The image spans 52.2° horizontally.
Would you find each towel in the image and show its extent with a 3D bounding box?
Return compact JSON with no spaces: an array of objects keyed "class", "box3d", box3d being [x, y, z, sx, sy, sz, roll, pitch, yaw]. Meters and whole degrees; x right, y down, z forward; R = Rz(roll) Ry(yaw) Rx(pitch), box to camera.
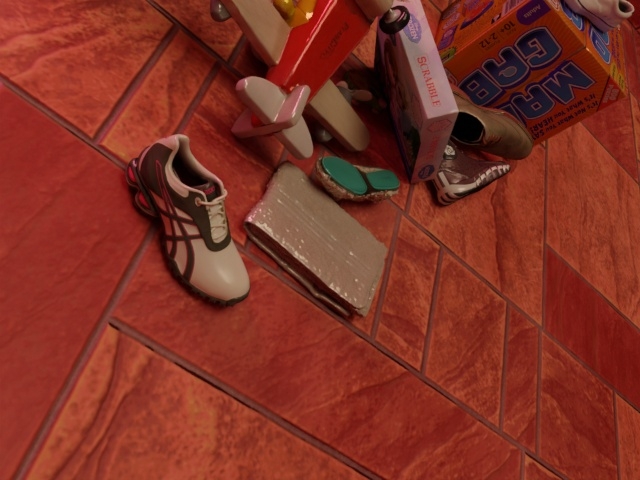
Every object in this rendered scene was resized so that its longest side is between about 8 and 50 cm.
[{"class":"towel","box3d":[0.000,0.000,1.178,0.282,0.049,0.187,42,44,-17]}]

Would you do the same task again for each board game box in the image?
[{"class":"board game box","box3d":[0.188,-0.324,1.371,0.065,0.318,0.319,-14,72,-3]},{"class":"board game box","box3d":[0.553,-0.516,1.760,0.356,0.356,0.356,38,47,-21]}]

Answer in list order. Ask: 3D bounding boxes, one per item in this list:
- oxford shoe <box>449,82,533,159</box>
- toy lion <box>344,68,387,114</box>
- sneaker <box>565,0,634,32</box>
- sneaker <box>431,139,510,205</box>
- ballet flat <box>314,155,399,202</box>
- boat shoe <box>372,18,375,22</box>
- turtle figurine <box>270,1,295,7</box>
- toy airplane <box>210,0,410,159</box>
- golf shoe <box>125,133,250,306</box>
[{"class":"oxford shoe","box3d":[0.404,-0.266,1.642,0.348,0.123,0.130,19,41,-23]},{"class":"toy lion","box3d":[0.098,-0.342,1.477,0.100,0.034,0.096,15,51,-38]},{"class":"sneaker","box3d":[0.660,-0.592,1.568,0.258,0.091,0.094,11,61,-39]},{"class":"sneaker","box3d":[0.347,-0.196,1.576,0.281,0.106,0.163,-23,81,-47]},{"class":"ballet flat","box3d":[0.062,-0.105,1.264,0.241,0.077,0.091,6,56,-47]},{"class":"boat shoe","box3d":[0.059,-0.533,1.492,0.120,0.122,0.324,37,38,-15]},{"class":"turtle figurine","box3d":[-0.116,-0.558,1.336,0.234,0.118,0.175,15,99,-51]},{"class":"toy airplane","box3d":[-0.048,-0.339,1.204,0.384,0.272,0.386,-15,114,-36]},{"class":"golf shoe","box3d":[-0.182,-0.025,0.968,0.273,0.120,0.105,56,41,-5]}]
